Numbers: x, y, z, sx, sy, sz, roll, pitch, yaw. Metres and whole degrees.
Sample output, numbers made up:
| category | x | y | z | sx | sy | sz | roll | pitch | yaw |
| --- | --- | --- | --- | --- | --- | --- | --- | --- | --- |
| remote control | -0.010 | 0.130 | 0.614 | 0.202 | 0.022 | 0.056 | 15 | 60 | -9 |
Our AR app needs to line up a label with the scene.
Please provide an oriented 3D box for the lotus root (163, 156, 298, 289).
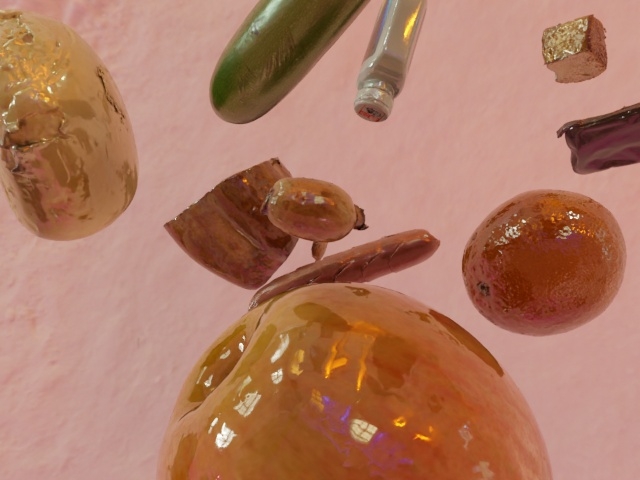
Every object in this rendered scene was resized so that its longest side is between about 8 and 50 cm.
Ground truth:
| category | x | y | z | sx | sy | sz | roll | pitch | yaw |
| --- | --- | --- | --- | --- | --- | --- | --- | --- | --- |
| lotus root | -0.152 | -0.046 | 1.498 | 0.316 | 0.316 | 0.250 | -41 | 92 | 3 |

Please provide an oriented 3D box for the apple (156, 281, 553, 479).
| category | x | y | z | sx | sy | sz | roll | pitch | yaw |
| --- | --- | --- | --- | --- | --- | --- | --- | --- | --- |
| apple | 0.021 | 0.213 | 0.599 | 0.364 | 0.364 | 0.363 | -1 | 82 | 10 |

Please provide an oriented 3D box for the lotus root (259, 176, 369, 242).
| category | x | y | z | sx | sy | sz | roll | pitch | yaw |
| --- | --- | --- | --- | --- | --- | --- | --- | --- | --- |
| lotus root | -0.003 | -0.054 | 1.196 | 0.221 | 0.125 | 0.118 | 9 | 118 | -16 |

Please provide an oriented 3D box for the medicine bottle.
| category | x | y | z | sx | sy | sz | roll | pitch | yaw |
| --- | --- | --- | --- | --- | --- | --- | --- | --- | --- |
| medicine bottle | 0.117 | -0.318 | 1.124 | 0.083 | 0.121 | 0.228 | 21 | 71 | -8 |

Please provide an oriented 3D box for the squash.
| category | x | y | z | sx | sy | sz | roll | pitch | yaw |
| --- | --- | --- | --- | --- | --- | --- | --- | --- | --- |
| squash | -0.027 | -0.209 | 0.633 | 0.292 | 0.082 | 0.082 | -39 | 75 | 39 |

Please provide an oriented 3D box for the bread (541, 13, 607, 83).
| category | x | y | z | sx | sy | sz | roll | pitch | yaw |
| --- | --- | --- | --- | --- | --- | --- | --- | --- | --- |
| bread | 0.378 | -0.284 | 0.957 | 0.083 | 0.077 | 0.070 | -6 | 69 | 44 |

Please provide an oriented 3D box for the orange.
| category | x | y | z | sx | sy | sz | roll | pitch | yaw |
| --- | --- | --- | --- | --- | --- | --- | --- | --- | --- |
| orange | 0.282 | 0.030 | 0.827 | 0.206 | 0.206 | 0.205 | -1 | 82 | 10 |

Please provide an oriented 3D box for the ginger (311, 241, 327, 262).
| category | x | y | z | sx | sy | sz | roll | pitch | yaw |
| --- | --- | --- | --- | --- | --- | --- | --- | --- | --- |
| ginger | 0.003 | -0.004 | 1.540 | 0.058 | 0.137 | 0.044 | -17 | 121 | 16 |

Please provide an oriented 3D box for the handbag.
| category | x | y | z | sx | sy | sz | roll | pitch | yaw |
| --- | --- | --- | --- | --- | --- | --- | --- | --- | --- |
| handbag | 0.743 | -0.254 | 1.528 | 0.333 | 0.191 | 0.074 | -13 | 54 | 21 |

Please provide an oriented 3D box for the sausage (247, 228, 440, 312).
| category | x | y | z | sx | sy | sz | roll | pitch | yaw |
| --- | --- | --- | --- | --- | --- | --- | --- | --- | --- |
| sausage | 0.046 | 0.066 | 1.317 | 0.433 | 0.088 | 0.087 | -21 | 78 | -10 |

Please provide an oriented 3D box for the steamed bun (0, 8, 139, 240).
| category | x | y | z | sx | sy | sz | roll | pitch | yaw |
| --- | --- | --- | --- | --- | --- | --- | --- | --- | --- |
| steamed bun | -0.306 | -0.143 | 0.750 | 0.166 | 0.231 | 0.273 | -20 | 45 | -26 |
